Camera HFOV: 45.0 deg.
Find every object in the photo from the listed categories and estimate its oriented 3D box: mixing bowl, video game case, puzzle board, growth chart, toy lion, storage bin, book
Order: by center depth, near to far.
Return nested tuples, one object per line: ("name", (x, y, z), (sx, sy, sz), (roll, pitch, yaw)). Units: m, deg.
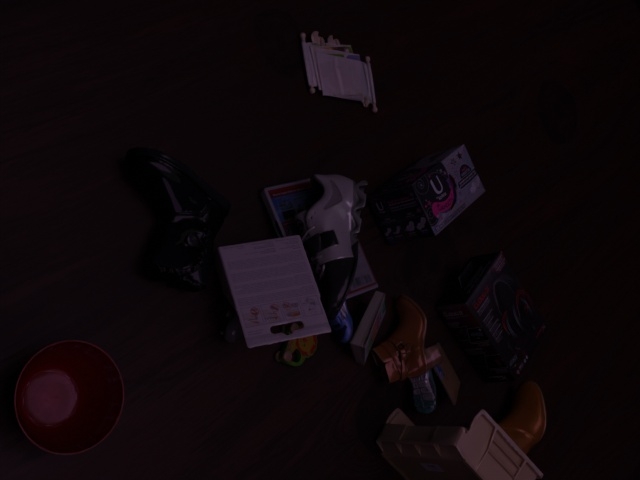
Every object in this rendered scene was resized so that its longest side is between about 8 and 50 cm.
("mixing bowl", (-0.429, 0.258, 1.274), (0.181, 0.098, 0.182), (10, 74, -39))
("toy lion", (-0.046, 0.223, 1.652), (0.096, 0.034, 0.100), (33, 60, -38))
("video game case", (0.000, 0.000, 1.713), (0.204, 0.025, 0.285), (-16, 80, -41))
("storage bin", (0.301, 0.488, 1.724), (0.260, 0.262, 0.123), (48, 56, -21))
("book", (0.112, 0.199, 1.758), (0.096, 0.035, 0.144), (80, 31, -55))
("growth chart", (0.048, -0.415, 1.888), (0.237, 0.021, 0.172), (6, 75, -39))
("puzzle board", (0.309, 0.330, 1.910), (0.128, 0.011, 0.096), (60, 27, -15))

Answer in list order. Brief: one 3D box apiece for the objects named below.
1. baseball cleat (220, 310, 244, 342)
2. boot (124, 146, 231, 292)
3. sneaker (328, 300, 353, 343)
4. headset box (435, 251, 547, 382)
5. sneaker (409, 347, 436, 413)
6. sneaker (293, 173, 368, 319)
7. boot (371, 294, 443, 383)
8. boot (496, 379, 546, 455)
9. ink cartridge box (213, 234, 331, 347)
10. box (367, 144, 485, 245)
("baseball cleat", (-0.109, 0.137, 1.567), (0.109, 0.072, 0.206), (24, 54, 17))
("boot", (-0.289, -0.034, 1.464), (0.246, 0.094, 0.207), (37, 54, -35))
("sneaker", (0.030, 0.160, 1.715), (0.059, 0.053, 0.144), (-5, 74, -41))
("headset box", (0.442, 0.188, 2.013), (0.218, 0.110, 0.293), (-46, 109, -36))
("sneaker", (0.245, 0.337, 1.856), (0.076, 0.065, 0.167), (45, 38, -60))
("sneaker", (0.005, 0.006, 1.635), (0.146, 0.122, 0.331), (14, 61, -12))
("boot", (0.182, 0.230, 1.810), (0.152, 0.073, 0.197), (-18, 65, -21))
("boot", (0.469, 0.483, 1.970), (0.211, 0.104, 0.295), (23, 69, -34))
("ink cartridge box", (-0.097, 0.105, 1.540), (0.181, 0.056, 0.225), (-8, 65, -23))
("box", (0.261, -0.115, 1.899), (0.247, 0.163, 0.142), (-38, 106, -39))
